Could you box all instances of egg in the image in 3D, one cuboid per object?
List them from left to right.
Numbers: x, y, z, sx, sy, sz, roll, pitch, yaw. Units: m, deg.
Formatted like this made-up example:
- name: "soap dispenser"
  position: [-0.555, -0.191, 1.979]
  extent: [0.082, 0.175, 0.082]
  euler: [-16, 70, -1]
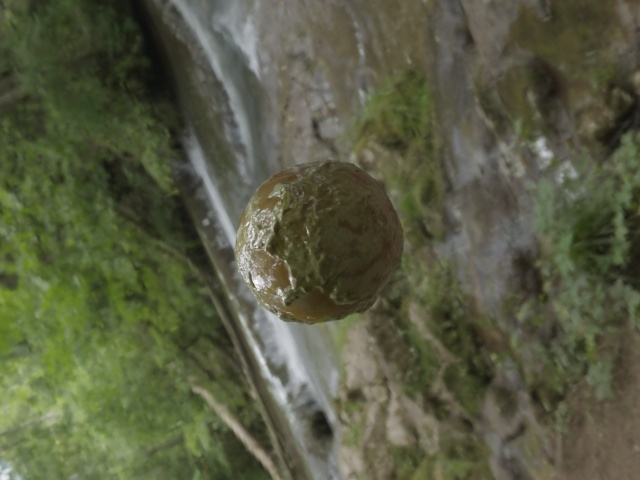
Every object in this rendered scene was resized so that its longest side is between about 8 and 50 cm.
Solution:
- name: "egg"
  position: [0.000, 0.000, 1.113]
  extent: [0.245, 0.203, 0.203]
  euler: [-29, -86, -59]
